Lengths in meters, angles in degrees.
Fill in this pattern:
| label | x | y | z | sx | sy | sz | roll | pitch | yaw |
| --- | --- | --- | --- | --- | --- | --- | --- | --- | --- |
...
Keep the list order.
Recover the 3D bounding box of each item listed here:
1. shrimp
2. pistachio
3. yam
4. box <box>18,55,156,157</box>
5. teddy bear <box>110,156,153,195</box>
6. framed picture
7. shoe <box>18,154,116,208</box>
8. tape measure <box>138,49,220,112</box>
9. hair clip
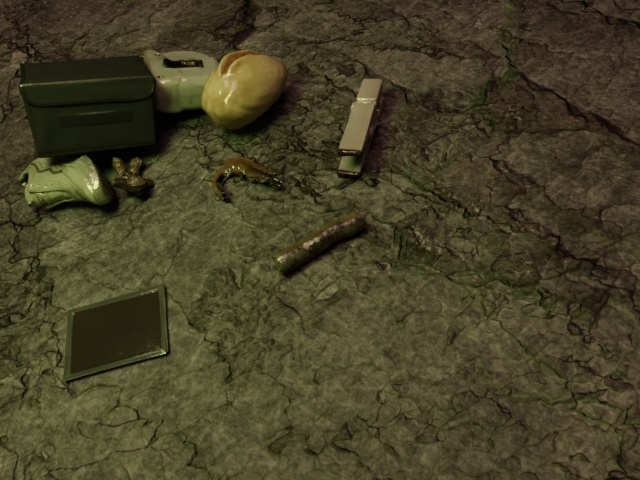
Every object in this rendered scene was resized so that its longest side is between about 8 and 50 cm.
| label | x | y | z | sx | sy | sz | roll | pitch | yaw |
| --- | --- | --- | --- | --- | --- | --- | --- | --- | --- |
| shrimp | -0.213 | -0.165 | 1.532 | 0.219 | 0.046 | 0.152 | 21 | 60 | 28 |
| pistachio | -0.219 | -0.457 | 1.653 | 0.193 | 0.214 | 0.318 | 24 | 44 | 28 |
| yam | 0.000 | 0.000 | 1.364 | 0.252 | 0.061 | 0.061 | -29 | 54 | -12 |
| box | -0.670 | -0.401 | 1.605 | 0.344 | 0.205 | 0.251 | -11 | 35 | -23 |
| teddy bear | -0.550 | -0.174 | 1.591 | 0.119 | 0.078 | 0.160 | -1 | 37 | -34 |
| framed picture | -0.491 | 0.219 | 1.324 | 0.252 | 0.014 | 0.197 | -15 | 53 | -1 |
| shoe | -0.741 | -0.155 | 1.582 | 0.210 | 0.132 | 0.342 | -44 | 53 | -18 |
| tape measure | -0.444 | -0.518 | 1.753 | 0.264 | 0.130 | 0.258 | -10 | 41 | -17 |
| hair clip | 0.116 | -0.328 | 1.561 | 0.085 | 0.101 | 0.331 | 4 | 53 | 19 |
